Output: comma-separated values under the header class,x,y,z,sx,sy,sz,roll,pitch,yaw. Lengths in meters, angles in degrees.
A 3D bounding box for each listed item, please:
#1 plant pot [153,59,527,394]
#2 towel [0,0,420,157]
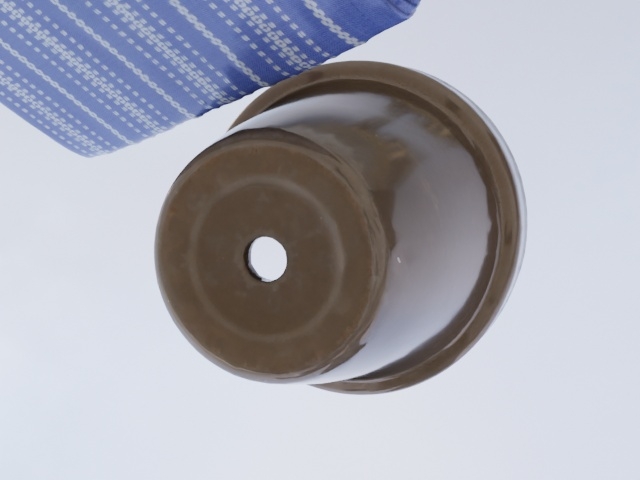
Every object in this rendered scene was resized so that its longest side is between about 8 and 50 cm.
class,x,y,z,sx,sy,sz,roll,pitch,yaw
plant pot,0.000,0.000,0.596,0.263,0.263,0.229,6,-171,19
towel,-0.135,-0.161,0.492,0.336,0.243,0.040,-13,-133,43
